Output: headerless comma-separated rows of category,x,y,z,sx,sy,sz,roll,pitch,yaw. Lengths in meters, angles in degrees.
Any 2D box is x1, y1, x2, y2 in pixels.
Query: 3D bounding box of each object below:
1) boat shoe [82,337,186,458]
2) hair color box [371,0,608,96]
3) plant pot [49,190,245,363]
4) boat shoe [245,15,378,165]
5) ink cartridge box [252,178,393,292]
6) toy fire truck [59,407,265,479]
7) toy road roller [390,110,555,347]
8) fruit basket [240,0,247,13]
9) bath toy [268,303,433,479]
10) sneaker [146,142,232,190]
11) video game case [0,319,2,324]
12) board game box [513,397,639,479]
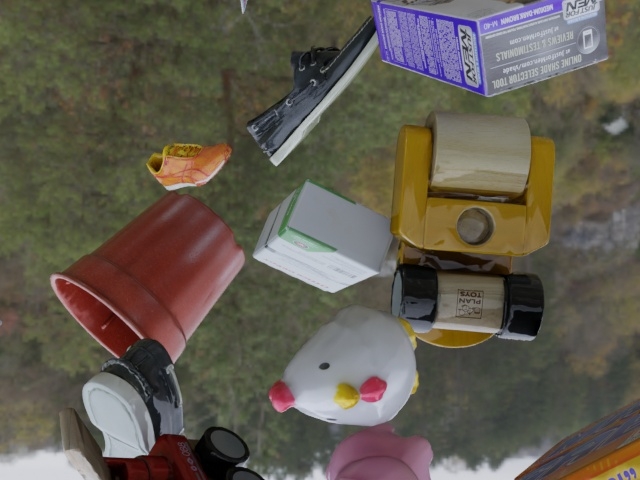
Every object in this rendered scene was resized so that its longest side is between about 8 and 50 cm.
boat shoe,-0.205,0.241,1.026,0.114,0.091,0.302,27,138,17
hair color box,0.224,-0.303,1.208,0.185,0.110,0.339,-19,-154,-14
plant pot,-0.295,0.067,1.553,0.272,0.265,0.272,31,152,19
boat shoe,-0.017,-0.283,1.510,0.340,0.113,0.127,-46,-176,36
ink cartridge box,0.000,0.000,1.288,0.153,0.087,0.208,25,162,-13
toy fire truck,-0.155,0.267,0.827,0.246,0.158,0.217,17,-157,-40
toy road roller,0.194,-0.011,1.231,0.202,0.329,0.240,4,-177,-5
fruit basket,-0.133,-0.668,1.641,0.165,0.327,0.353,4,162,-6
bath toy,0.045,0.229,0.709,0.129,0.348,0.151,-19,-168,-33
sneaker,-0.204,-0.119,1.303,0.175,0.064,0.067,-12,132,41
video game case,-0.622,0.089,1.515,0.022,0.173,0.190,-25,-171,-11
board game box,0.440,0.374,0.995,0.356,0.356,0.356,-18,159,-44
